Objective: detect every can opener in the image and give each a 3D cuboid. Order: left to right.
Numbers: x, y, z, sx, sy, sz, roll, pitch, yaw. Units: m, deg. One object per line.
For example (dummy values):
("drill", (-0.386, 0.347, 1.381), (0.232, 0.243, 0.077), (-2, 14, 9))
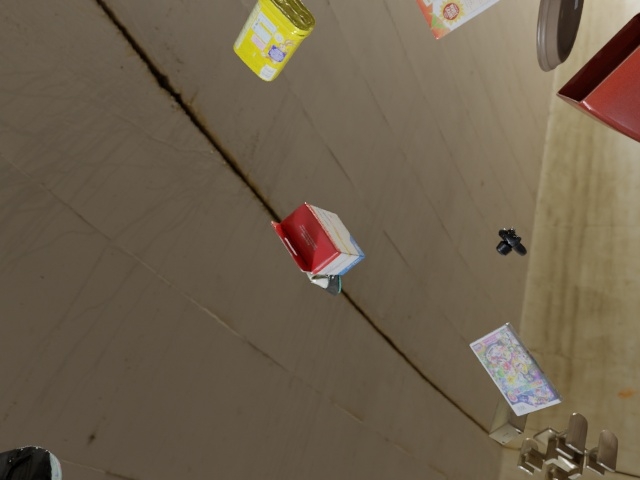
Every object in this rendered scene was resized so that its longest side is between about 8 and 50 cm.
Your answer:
("can opener", (0.531, 0.007, 1.370), (0.186, 0.073, 0.059), (14, -142, -54))

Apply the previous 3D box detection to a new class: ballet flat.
("ballet flat", (0.009, 0.060, 1.369), (0.096, 0.095, 0.280), (-15, -43, -17))

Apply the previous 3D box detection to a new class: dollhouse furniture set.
("dollhouse furniture set", (0.574, 0.473, 1.241), (0.161, 0.242, 0.212), (-53, -11, -39))

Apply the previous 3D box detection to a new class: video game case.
("video game case", (0.280, 0.188, 0.716), (0.011, 0.087, 0.122), (-21, -110, -34))

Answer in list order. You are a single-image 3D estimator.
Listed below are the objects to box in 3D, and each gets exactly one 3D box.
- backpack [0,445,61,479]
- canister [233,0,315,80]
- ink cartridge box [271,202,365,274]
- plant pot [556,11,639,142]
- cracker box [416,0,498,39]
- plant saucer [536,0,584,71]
("backpack", (-0.528, 0.458, 0.859), (0.152, 0.115, 0.182), (7, -124, -18))
("canister", (-0.104, -0.439, 1.052), (0.126, 0.170, 0.073), (44, -128, -8))
("ink cartridge box", (0.000, 0.000, 1.080), (0.134, 0.078, 0.231), (56, -164, 17))
("plant pot", (0.793, -0.376, 1.206), (0.236, 0.267, 0.267), (40, -155, -4))
("cracker box", (0.300, -0.532, 0.973), (0.155, 0.232, 0.067), (58, -149, -11))
("plant saucer", (0.566, -0.538, 1.151), (0.278, 0.041, 0.277), (-25, -58, -48))
